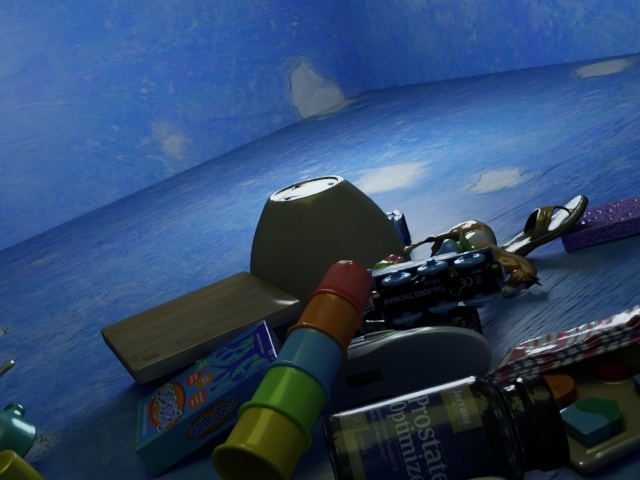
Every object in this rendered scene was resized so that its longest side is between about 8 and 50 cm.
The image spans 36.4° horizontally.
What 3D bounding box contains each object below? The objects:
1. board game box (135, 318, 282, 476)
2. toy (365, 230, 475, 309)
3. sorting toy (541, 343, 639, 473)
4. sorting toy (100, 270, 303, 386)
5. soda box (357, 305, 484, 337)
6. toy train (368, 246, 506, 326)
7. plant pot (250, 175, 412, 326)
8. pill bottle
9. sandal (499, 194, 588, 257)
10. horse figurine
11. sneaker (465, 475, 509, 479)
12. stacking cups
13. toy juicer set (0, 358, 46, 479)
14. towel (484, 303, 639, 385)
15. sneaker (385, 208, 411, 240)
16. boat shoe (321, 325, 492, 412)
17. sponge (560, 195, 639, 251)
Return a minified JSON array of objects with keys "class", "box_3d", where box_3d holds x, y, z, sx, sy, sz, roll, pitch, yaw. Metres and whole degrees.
[{"class":"board game box","box_3d":[-0.141,0.200,1.265,0.210,0.047,0.160,-34,17,-1]},{"class":"toy","box_3d":[0.112,0.048,1.435,0.237,0.056,0.137,-25,-2,11]},{"class":"sorting toy","box_3d":[0.307,0.164,1.046,0.193,0.038,0.208,-21,16,-15]},{"class":"sorting toy","box_3d":[-0.177,0.153,1.483,0.257,0.089,0.255,-22,16,-19]},{"class":"soda box","box_3d":[0.135,0.124,1.332,0.169,0.053,0.060,-3,19,39]},{"class":"toy train","box_3d":[0.154,0.057,1.303,0.184,0.080,0.105,-15,9,3]},{"class":"plant pot","box_3d":[0.000,0.000,1.647,0.284,0.190,0.284,-15,16,4]},{"class":"pill bottle","box_3d":[0.122,0.202,0.946,0.219,0.122,0.123,-16,16,0]},{"class":"sandal","box_3d":[0.348,-0.023,1.555,0.180,0.049,0.072,-32,13,8]},{"class":"horse figurine","box_3d":[0.228,0.028,1.534,0.175,0.066,0.263,-24,21,6]},{"class":"sneaker","box_3d":[0.085,0.264,0.849,0.211,0.080,0.081,-18,12,-1]},{"class":"stacking cups","box_3d":[-0.015,0.155,1.148,0.096,0.096,0.316,-6,35,33]},{"class":"toy juicer set","box_3d":[-0.477,0.302,1.302,0.209,0.089,0.329,-32,26,-7]},{"class":"towel","box_3d":[0.292,0.117,1.135,0.197,0.029,0.144,-22,-3,23]},{"class":"sneaker","box_3d":[0.135,-0.023,1.851,0.059,0.053,0.144,-17,7,-3]},{"class":"boat shoe","box_3d":[0.089,0.147,1.225,0.258,0.095,0.084,-10,21,17]},{"class":"sponge","box_3d":[0.488,-0.037,1.572,0.210,0.031,0.117,-15,15,10]}]
